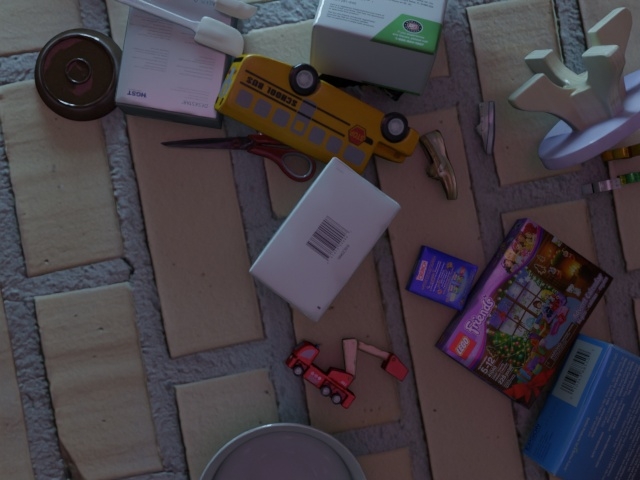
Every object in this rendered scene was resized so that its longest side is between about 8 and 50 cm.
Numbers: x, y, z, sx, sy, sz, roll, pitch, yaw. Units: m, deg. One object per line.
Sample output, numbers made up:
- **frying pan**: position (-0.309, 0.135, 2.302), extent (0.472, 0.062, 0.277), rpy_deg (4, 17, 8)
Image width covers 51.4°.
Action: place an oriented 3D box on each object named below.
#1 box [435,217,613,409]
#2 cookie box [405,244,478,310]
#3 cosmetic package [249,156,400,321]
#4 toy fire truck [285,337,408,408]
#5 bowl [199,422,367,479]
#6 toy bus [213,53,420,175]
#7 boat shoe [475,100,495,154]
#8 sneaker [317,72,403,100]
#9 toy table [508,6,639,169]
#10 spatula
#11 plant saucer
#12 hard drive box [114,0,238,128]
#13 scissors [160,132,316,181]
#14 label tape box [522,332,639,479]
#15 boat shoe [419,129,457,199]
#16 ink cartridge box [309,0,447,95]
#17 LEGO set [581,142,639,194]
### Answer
- **box**: position (0.377, 0.134, 1.234), extent (0.200, 0.057, 0.293), rpy_deg (34, 87, -3)
- **cookie box**: position (0.223, 0.069, 1.231), extent (0.107, 0.040, 0.092), rpy_deg (22, 88, -4)
- **cosmetic package**: position (0.000, 0.000, 1.121), extent (0.138, 0.224, 0.224), rpy_deg (37, 86, -1)
- **toy fire truck**: position (0.048, 0.227, 1.211), extent (0.192, 0.047, 0.135), rpy_deg (37, 86, -3)
- **bowl**: position (-0.066, 0.449, 1.155), extent (0.297, 0.134, 0.298), rpy_deg (0, 89, -5)
- **toy bus**: position (-0.002, -0.208, 1.135), extent (0.332, 0.108, 0.130), rpy_deg (24, 95, -20)
- **boat shoe**: position (0.309, -0.211, 1.249), extent (0.035, 0.035, 0.100), rpy_deg (1, 93, 22)
- **sneaker**: position (0.087, -0.294, 1.205), extent (0.216, 0.079, 0.121), rpy_deg (-30, 90, -6)
- **toy table**: position (0.472, -0.270, 1.174), extent (0.274, 0.252, 0.161), rpy_deg (-43, 110, -12)
- **spatula**: position (-0.218, -0.430, 1.126), extent (0.241, 0.019, 0.168), rpy_deg (21, 92, -4)
- **plant saucer**: position (-0.429, -0.299, 1.188), extent (0.168, 0.029, 0.169), rpy_deg (0, 89, -6)
- **hard drive box**: position (-0.248, -0.330, 1.173), extent (0.180, 0.089, 0.232), rpy_deg (9, 88, -5)
- **scissors**: position (-0.135, -0.187, 1.218), extent (0.296, 0.021, 0.109), rpy_deg (14, 91, -3)
- **label tape box**: position (0.581, 0.356, 1.219), extent (0.347, 0.115, 0.249), rpy_deg (26, 87, -15)
- **boat shoe**: position (0.217, -0.135, 1.232), extent (0.045, 0.050, 0.136), rpy_deg (-16, 81, -1)
- **ink cartridge box**: position (0.111, -0.409, 1.136), extent (0.201, 0.117, 0.278), rpy_deg (14, 65, 2)
- **LEGO set**: position (0.610, -0.148, 1.240), extent (0.227, 0.093, 0.087), rpy_deg (-11, 90, -5)
